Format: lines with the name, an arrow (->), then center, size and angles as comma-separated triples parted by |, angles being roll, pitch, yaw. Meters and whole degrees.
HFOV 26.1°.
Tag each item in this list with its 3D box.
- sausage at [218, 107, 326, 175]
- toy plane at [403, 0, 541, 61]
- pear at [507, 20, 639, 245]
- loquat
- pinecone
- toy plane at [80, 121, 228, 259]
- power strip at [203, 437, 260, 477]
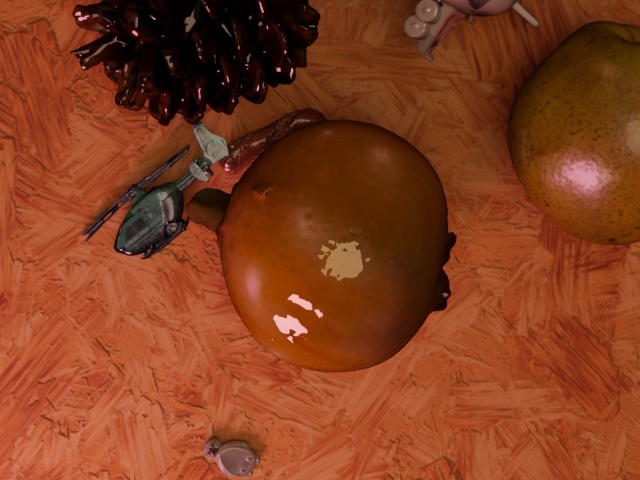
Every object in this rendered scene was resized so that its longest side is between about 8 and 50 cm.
sausage -> -0.065, -0.137, 1.861 | 0.158, 0.036, 0.042 | -26, 115, -3
toy plane -> 0.212, -0.333, 1.774 | 0.252, 0.252, 0.118 | -40, 73, 0
pear -> 0.392, -0.138, 1.817 | 0.294, 0.294, 0.294 | -2, 101, -9
loquat -> 0.000, 0.000, 1.762 | 0.359, 0.328, 0.328 | 18, 98, 7
pinecone -> -0.167, -0.282, 1.711 | 0.296, 0.242, 0.298 | -29, 110, -5
toy plane -> -0.209, -0.052, 1.842 | 0.235, 0.060, 0.096 | -41, 91, 9
power strip -> -0.125, 0.306, 1.938 | 0.083, 0.035, 0.055 | 28, 95, -15
